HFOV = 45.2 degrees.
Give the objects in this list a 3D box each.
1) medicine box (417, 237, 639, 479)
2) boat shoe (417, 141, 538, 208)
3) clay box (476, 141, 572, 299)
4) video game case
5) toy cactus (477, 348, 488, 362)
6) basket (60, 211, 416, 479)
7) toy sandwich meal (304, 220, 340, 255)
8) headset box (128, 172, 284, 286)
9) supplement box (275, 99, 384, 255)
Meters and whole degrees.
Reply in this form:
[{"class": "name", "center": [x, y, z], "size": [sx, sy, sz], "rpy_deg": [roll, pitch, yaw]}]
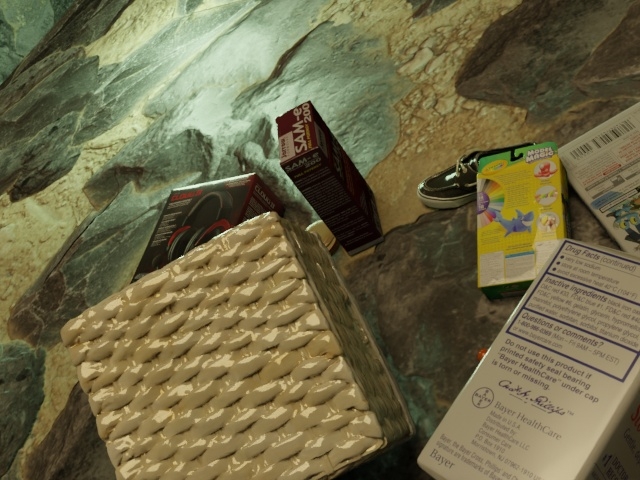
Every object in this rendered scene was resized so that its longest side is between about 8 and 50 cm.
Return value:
[{"class": "medicine box", "center": [0.279, 0.195, 0.797], "size": [0.149, 0.263, 0.289], "rpy_deg": [23, 70, 45]}, {"class": "boat shoe", "center": [0.252, -0.113, 1.242], "size": [0.219, 0.070, 0.077], "rpy_deg": [-14, 47, 27]}, {"class": "clay box", "center": [0.296, -0.031, 1.123], "size": [0.128, 0.053, 0.221], "rpy_deg": [-11, 58, 30]}, {"class": "video game case", "center": [0.531, -0.112, 1.062], "size": [0.329, 0.036, 0.300], "rpy_deg": [-30, 41, 9]}, {"class": "toy cactus", "center": [0.269, 0.117, 0.939], "size": [0.219, 0.180, 0.112], "rpy_deg": [-39, 59, -11]}, {"class": "basket", "center": [-0.101, 0.179, 0.984], "size": [0.331, 0.266, 0.328], "rpy_deg": [-28, 76, 7]}, {"class": "toy sandwich meal", "center": [0.000, 0.000, 1.362], "size": [0.086, 0.029, 0.085], "rpy_deg": [-25, 40, 22]}, {"class": "headset box", "center": [-0.209, 0.007, 1.446], "size": [0.218, 0.110, 0.293], "rpy_deg": [-7, 50, 33]}, {"class": "supplement box", "center": [0.017, -0.100, 1.274], "size": [0.073, 0.239, 0.130], "rpy_deg": [-25, 43, 16]}]
